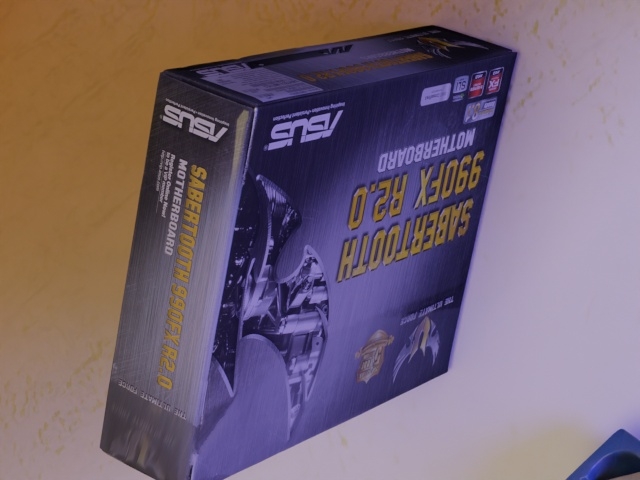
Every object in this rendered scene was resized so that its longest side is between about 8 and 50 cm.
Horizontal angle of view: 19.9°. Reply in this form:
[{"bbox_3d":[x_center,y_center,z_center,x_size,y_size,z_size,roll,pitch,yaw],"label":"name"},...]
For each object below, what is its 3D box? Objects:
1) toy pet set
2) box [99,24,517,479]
[{"bbox_3d":[0.168,0.155,0.916,0.122,0.065,0.114,-20,125,36],"label":"toy pet set"},{"bbox_3d":[0.000,0.000,0.866,0.056,0.231,0.183,21,111,29],"label":"box"}]
